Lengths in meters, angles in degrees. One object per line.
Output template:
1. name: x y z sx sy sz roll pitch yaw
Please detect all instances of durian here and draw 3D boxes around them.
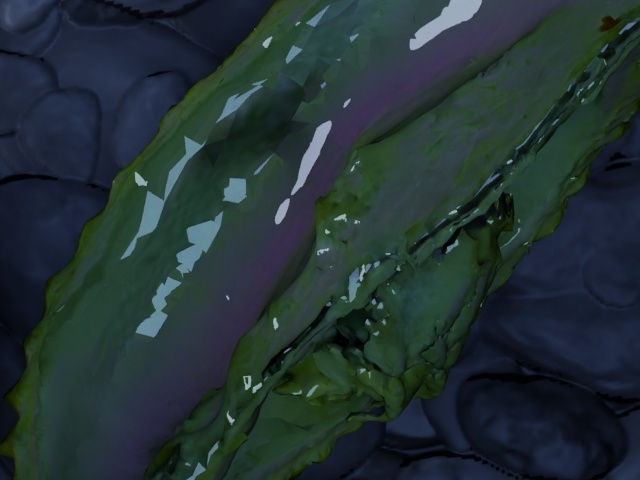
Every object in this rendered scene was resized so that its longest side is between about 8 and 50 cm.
1. durian: -0.003 0.002 0.562 0.157 0.169 0.355 39 96 -5
